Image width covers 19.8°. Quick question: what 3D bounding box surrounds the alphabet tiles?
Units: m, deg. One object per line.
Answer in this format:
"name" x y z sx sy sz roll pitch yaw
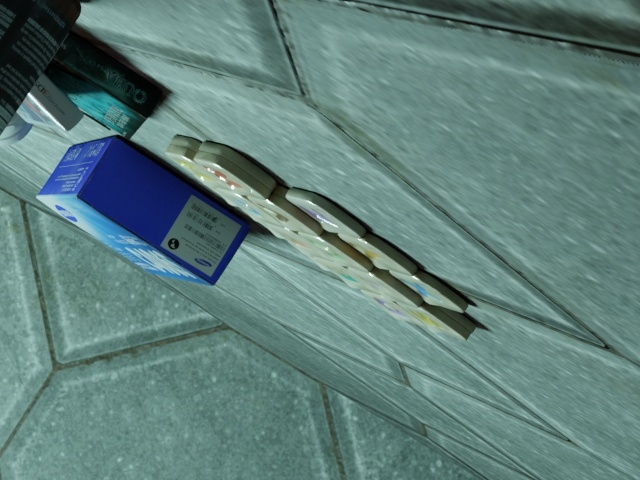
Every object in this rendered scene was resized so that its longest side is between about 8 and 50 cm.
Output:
"alphabet tiles" 0.000 0.000 1.551 0.284 0.021 0.278 35 172 -25

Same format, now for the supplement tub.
"supplement tub" -0.251 -0.103 1.208 0.106 0.198 0.106 33 173 5

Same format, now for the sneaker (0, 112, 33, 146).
"sneaker" -0.405 -0.188 1.699 0.293 0.108 0.169 22 171 0

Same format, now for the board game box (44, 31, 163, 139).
"board game box" -0.191 -0.130 1.456 0.126 0.026 0.186 33 173 -7

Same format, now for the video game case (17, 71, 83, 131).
"video game case" -0.273 -0.160 1.446 0.183 0.023 0.201 47 171 -16

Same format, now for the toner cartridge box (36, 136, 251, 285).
"toner cartridge box" -0.195 -0.031 1.940 0.165 0.075 0.348 35 172 -13
